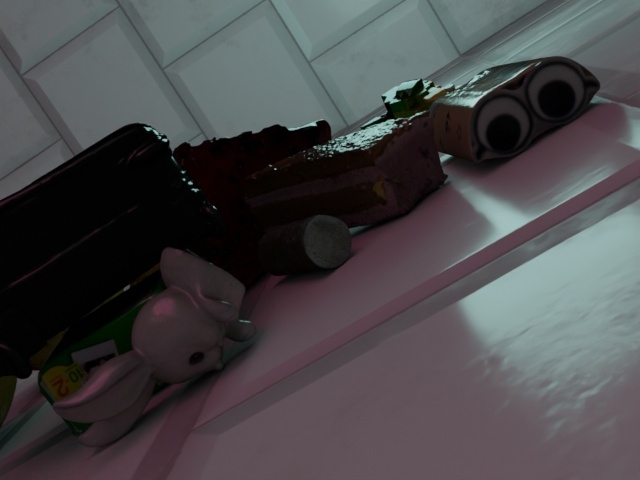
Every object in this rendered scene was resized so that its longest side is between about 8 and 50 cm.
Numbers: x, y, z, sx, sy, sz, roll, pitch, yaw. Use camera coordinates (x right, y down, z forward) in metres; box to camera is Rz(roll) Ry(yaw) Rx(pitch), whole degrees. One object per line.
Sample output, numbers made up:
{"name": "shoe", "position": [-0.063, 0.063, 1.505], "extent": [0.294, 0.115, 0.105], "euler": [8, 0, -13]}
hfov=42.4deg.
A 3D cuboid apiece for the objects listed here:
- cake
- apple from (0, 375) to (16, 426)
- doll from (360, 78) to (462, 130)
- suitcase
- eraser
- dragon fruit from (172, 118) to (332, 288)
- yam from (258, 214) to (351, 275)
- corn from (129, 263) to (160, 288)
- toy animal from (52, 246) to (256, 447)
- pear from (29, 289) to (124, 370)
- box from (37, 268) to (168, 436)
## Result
{"name": "cake", "position": [0.017, -0.068, 1.085], "extent": [0.295, 0.116, 0.113], "euler": [-18, 15, 35]}
{"name": "apple", "position": [-0.651, 0.197, 1.213], "extent": [0.374, 0.384, 0.374], "euler": [-158, 90, -77]}
{"name": "doll", "position": [0.183, -0.234, 1.491], "extent": [0.186, 0.106, 0.134], "euler": [-3, 32, 40]}
{"name": "suitcase", "position": [-0.327, 0.028, 1.038], "extent": [0.345, 0.188, 0.339], "euler": [-40, 7, -31]}
{"name": "eraser", "position": [0.233, -0.175, 1.081], "extent": [0.171, 0.087, 0.290], "euler": [-30, 10, 2]}
{"name": "dragon fruit", "position": [-0.116, -0.024, 1.345], "extent": [0.286, 0.228, 0.329], "euler": [-19, -12, -30]}
{"name": "yam", "position": [-0.022, 0.008, 1.038], "extent": [0.068, 0.068, 0.169], "euler": [-37, 11, -23]}
{"name": "corn", "position": [-0.256, 0.029, 1.617], "extent": [0.305, 0.106, 0.106], "euler": [-32, 9, 24]}
{"name": "toy animal", "position": [-0.158, 0.123, 0.846], "extent": [0.221, 0.130, 0.104], "euler": [-62, -9, -20]}
{"name": "pear", "position": [-0.513, 0.116, 1.572], "extent": [0.283, 0.284, 0.283], "euler": [-32, 9, 6]}
{"name": "box", "position": [-0.240, 0.130, 1.026], "extent": [0.180, 0.103, 0.250], "euler": [-33, 10, -2]}
